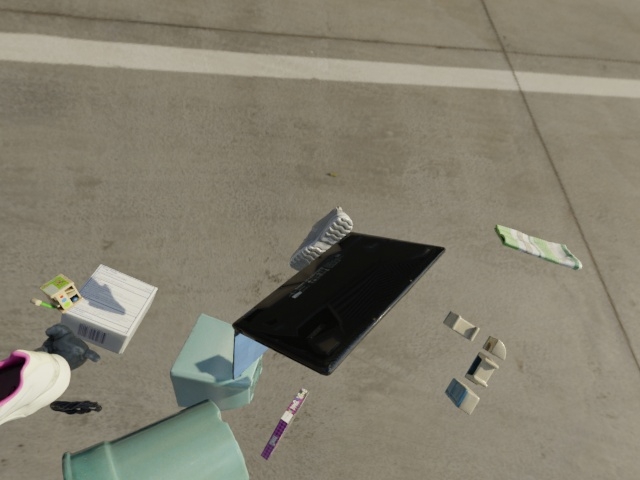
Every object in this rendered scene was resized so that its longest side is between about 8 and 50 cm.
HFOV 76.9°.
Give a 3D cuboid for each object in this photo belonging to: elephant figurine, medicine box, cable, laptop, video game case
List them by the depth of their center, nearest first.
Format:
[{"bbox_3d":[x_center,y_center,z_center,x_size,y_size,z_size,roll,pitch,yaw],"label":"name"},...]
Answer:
[{"bbox_3d":[0.020,0.174,0.901,0.382,0.408,0.236,-38,122,-35],"label":"laptop"},{"bbox_3d":[-0.846,0.383,1.220,0.169,0.186,0.239,57,48,-17],"label":"elephant figurine"},{"bbox_3d":[-0.950,0.641,1.546,0.185,0.150,0.047,2,64,-3],"label":"cable"},{"bbox_3d":[-0.145,0.756,1.669,0.042,0.232,0.210,30,24,11],"label":"video game case"},{"bbox_3d":[-0.893,0.287,1.719,0.263,0.149,0.289,26,35,-12],"label":"medicine box"}]

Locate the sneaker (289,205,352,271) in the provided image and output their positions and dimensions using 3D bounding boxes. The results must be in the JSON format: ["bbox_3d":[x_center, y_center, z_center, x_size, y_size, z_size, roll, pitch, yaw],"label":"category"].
[{"bbox_3d":[0.000,0.000,1.393,0.105,0.281,0.115,36,23,-29],"label":"sneaker"}]

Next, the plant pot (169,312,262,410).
[{"bbox_3d":[-0.341,0.447,1.417,0.252,0.247,0.248,12,43,4],"label":"plant pot"}]

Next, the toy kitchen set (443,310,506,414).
[{"bbox_3d":[0.374,0.325,1.105,0.166,0.122,0.207,33,88,5],"label":"toy kitchen set"}]

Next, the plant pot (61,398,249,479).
[{"bbox_3d":[-0.373,0.577,0.965,0.334,0.341,0.341,-21,72,-32],"label":"plant pot"}]

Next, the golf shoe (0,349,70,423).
[{"bbox_3d":[-0.591,0.286,0.663,0.115,0.140,0.306,43,62,16],"label":"golf shoe"}]

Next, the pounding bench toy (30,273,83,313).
[{"bbox_3d":[-0.588,0.130,0.896,0.052,0.065,0.083,22,46,26],"label":"pounding bench toy"}]

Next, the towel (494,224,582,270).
[{"bbox_3d":[0.441,0.010,0.826,0.152,0.023,0.113,20,21,5],"label":"towel"}]
